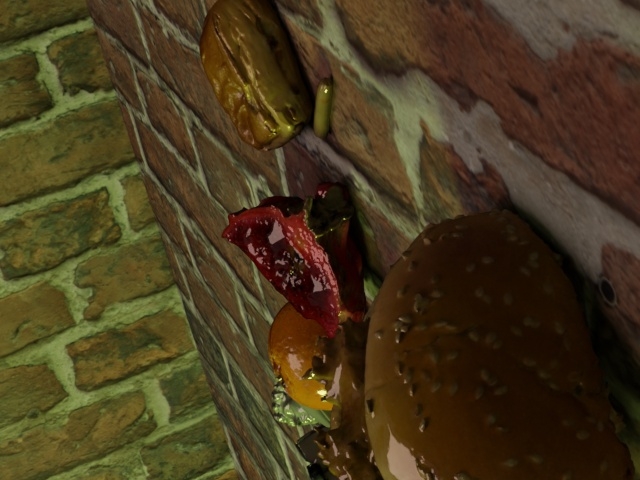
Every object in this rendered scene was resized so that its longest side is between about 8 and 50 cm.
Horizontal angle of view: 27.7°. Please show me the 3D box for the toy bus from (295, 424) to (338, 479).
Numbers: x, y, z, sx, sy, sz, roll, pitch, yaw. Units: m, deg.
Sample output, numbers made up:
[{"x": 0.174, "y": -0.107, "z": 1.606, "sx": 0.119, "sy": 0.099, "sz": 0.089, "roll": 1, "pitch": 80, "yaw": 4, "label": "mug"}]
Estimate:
[{"x": 0.072, "y": 0.491, "z": 2.393, "sx": 0.317, "sy": 0.112, "sz": 0.138, "roll": 60, "pitch": 174, "yaw": 28, "label": "toy bus"}]

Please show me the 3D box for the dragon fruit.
[{"x": 0.000, "y": 0.000, "z": 1.916, "sx": 0.262, "sy": 0.134, "sz": 0.211, "roll": 46, "pitch": 147, "yaw": 17, "label": "dragon fruit"}]

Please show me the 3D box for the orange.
[{"x": -0.001, "y": 0.178, "z": 2.073, "sx": 0.193, "sy": 0.161, "sz": 0.193, "roll": 53, "pitch": 155, "yaw": 39, "label": "orange"}]

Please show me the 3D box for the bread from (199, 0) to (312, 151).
[{"x": -0.105, "y": -0.248, "z": 1.931, "sx": 0.235, "sy": 0.099, "sz": 0.210, "roll": 67, "pitch": 165, "yaw": 0, "label": "bread"}]

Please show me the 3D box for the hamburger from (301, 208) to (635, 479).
[{"x": 0.136, "y": 0.188, "z": 1.316, "sx": 0.268, "sy": 0.287, "sz": 0.445, "roll": 113, "pitch": 142, "yaw": -65, "label": "hamburger"}]

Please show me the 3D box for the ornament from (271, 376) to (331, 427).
[{"x": 0.001, "y": 0.263, "z": 2.288, "sx": 0.120, "sy": 0.130, "sz": 0.285, "roll": 52, "pitch": 158, "yaw": -5, "label": "ornament"}]

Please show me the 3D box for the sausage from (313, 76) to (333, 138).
[{"x": 0.003, "y": -0.183, "z": 1.800, "sx": 0.024, "sy": 0.024, "sz": 0.132, "roll": 61, "pitch": 165, "yaw": 23, "label": "sausage"}]
